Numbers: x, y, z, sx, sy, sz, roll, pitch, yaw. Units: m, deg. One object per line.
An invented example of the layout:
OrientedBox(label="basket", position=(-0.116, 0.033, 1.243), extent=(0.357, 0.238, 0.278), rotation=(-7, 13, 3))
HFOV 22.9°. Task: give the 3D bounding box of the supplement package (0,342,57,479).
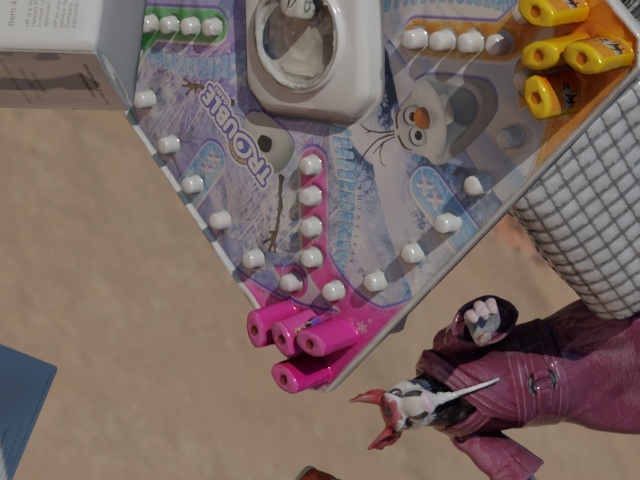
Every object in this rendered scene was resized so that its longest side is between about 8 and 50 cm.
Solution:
OrientedBox(label="supplement package", position=(-0.492, 0.186, 1.882), extent=(0.198, 0.199, 0.263), rotation=(17, -9, 29))

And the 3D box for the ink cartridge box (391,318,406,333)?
OrientedBox(label="ink cartridge box", position=(0.000, 0.000, 1.621), extent=(0.153, 0.087, 0.208), rotation=(5, 30, -20))

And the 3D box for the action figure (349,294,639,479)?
OrientedBox(label="action figure", position=(0.206, 0.112, 1.503), extent=(0.275, 0.370, 0.248), rotation=(-110, -168, -67))

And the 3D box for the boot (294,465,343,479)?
OrientedBox(label="boot", position=(-0.017, 0.376, 2.085), extent=(0.059, 0.158, 0.085), rotation=(15, 7, -44))

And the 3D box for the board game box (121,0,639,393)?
OrientedBox(label="board game box", position=(-0.017, -0.144, 1.109), extent=(0.050, 0.390, 0.390), rotation=(-15, 64, -47))

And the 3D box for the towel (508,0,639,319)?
OrientedBox(label="towel", position=(0.279, -0.096, 1.342), extent=(0.235, 0.284, 0.121), rotation=(47, 3, -40))

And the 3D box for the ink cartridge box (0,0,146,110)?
OrientedBox(label="ink cartridge box", position=(-0.186, -0.144, 0.790), extent=(0.082, 0.191, 0.139), rotation=(67, 27, -70))
